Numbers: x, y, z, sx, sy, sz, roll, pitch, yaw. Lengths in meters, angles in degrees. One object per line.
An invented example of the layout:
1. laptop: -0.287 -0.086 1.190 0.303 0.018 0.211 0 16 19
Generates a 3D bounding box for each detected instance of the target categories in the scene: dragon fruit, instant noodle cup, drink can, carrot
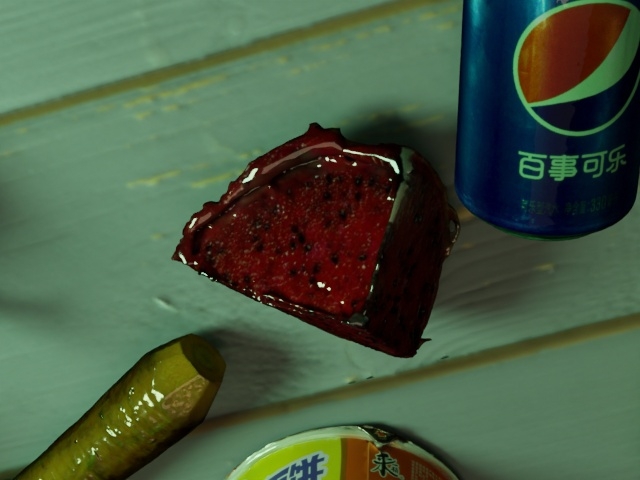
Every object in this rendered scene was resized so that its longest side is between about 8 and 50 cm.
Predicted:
1. dragon fruit: 0.001 -0.002 1.009 0.161 0.121 0.127 15 168 20
2. instant noodle cup: 0.016 0.271 1.115 0.213 0.174 0.213 1 123 1
3. drink can: 0.141 -0.107 0.911 0.118 0.118 0.205 -1 121 1
4. carrot: -0.185 0.178 1.122 0.066 0.066 0.314 38 115 -21
